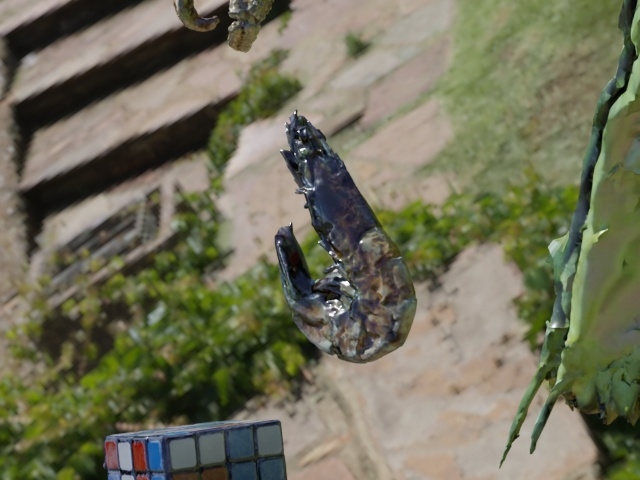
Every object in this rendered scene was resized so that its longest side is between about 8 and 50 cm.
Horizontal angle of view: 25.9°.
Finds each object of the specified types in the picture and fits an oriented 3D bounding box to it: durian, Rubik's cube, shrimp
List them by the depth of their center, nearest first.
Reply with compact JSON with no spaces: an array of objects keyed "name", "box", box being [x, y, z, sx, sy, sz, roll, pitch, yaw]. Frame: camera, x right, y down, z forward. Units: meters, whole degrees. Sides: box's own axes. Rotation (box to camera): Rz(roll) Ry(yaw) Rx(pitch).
[{"name":"durian","box":[0.176,-0.071,0.578,0.169,0.352,0.158,1,38,-13]},{"name":"shrimp","box":[0.000,0.000,0.835,0.091,0.161,0.034,-34,-19,31]},{"name":"Rubik's cube","box":[-0.083,0.171,0.937,0.092,0.092,0.092,-3,-6,-35]}]

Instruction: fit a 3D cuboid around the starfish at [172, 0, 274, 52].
[{"name":"starfish","box":[-0.034,-0.240,1.005,0.209,0.150,0.053,-52,3,-8]}]
